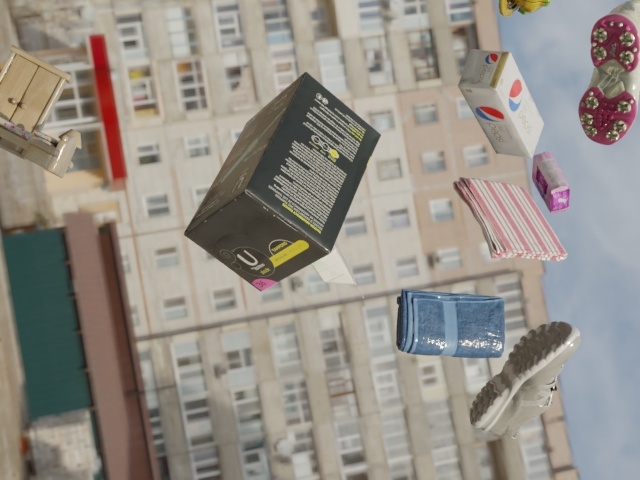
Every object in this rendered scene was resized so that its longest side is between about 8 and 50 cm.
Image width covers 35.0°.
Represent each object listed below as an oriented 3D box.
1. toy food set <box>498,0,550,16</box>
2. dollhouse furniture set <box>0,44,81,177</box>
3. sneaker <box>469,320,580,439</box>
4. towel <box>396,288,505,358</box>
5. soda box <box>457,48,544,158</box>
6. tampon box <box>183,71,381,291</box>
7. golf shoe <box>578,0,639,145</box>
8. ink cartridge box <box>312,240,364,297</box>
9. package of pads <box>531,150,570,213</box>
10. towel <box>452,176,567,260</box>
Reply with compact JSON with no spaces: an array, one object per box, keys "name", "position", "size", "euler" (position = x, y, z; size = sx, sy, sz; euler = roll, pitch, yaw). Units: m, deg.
[{"name":"toy food set","position":[0.335,-0.399,1.464],"size":[0.071,0.218,0.128],"euler":[26,-33,20]},{"name":"dollhouse furniture set","position":[-0.521,-0.249,1.647],"size":[0.173,0.303,0.355],"euler":[-64,-172,-4]},{"name":"sneaker","position":[0.404,0.265,1.921],"size":[0.281,0.115,0.105],"euler":[-53,-164,29]},{"name":"towel","position":[0.136,0.087,1.050],"size":[0.029,0.120,0.067],"euler":[150,-57,-66]},{"name":"soda box","position":[0.295,-0.219,1.645],"size":[0.216,0.069,0.073],"euler":[45,62,-52]},{"name":"tampon box","position":[-0.034,-0.054,0.979],"size":[0.120,0.101,0.161],"euler":[-30,-152,49]},{"name":"golf shoe","position":[0.578,-0.322,1.955],"size":[0.115,0.140,0.306],"euler":[23,-39,22]},{"name":"ink cartridge box","position":[0.000,0.000,1.797],"size":[0.224,0.056,0.181],"euler":[63,2,-62]},{"name":"package of pads","position":[0.330,-0.083,1.457],"size":[0.083,0.032,0.050],"euler":[-106,-177,-46]},{"name":"towel","position":[0.296,-0.030,1.585],"size":[0.029,0.197,0.144],"euler":[-43,-120,32]}]
